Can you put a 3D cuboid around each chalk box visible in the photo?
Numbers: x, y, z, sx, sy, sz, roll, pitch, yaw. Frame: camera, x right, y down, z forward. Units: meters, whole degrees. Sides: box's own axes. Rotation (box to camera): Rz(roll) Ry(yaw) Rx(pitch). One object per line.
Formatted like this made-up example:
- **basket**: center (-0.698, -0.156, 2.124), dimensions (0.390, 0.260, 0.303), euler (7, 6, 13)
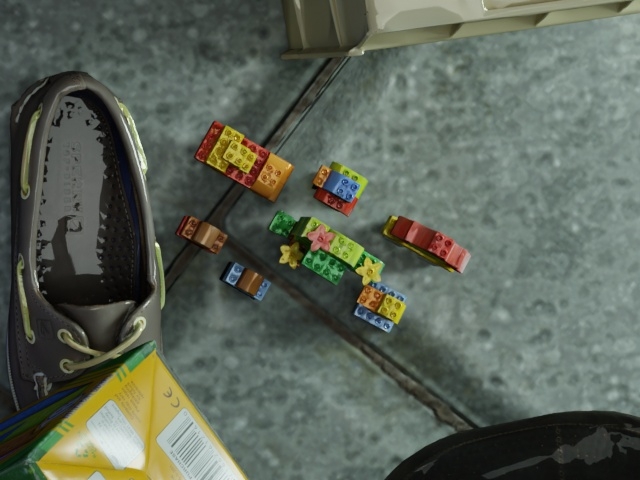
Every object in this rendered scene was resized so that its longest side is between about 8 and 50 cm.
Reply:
- **chalk box**: center (-0.202, 0.227, 1.308), dimensions (0.289, 0.179, 0.180), euler (-30, 98, 31)

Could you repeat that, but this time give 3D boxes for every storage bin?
- **storage bin**: center (0.111, -0.205, 1.362), dimensions (0.262, 0.260, 0.123), euler (-9, 96, -12)

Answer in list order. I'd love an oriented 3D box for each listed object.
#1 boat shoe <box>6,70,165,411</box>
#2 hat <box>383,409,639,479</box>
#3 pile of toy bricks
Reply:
- **boat shoe**: center (-0.165, 0.041, 1.384), dimensions (0.116, 0.097, 0.324), euler (-4, 92, -13)
- **hat**: center (0.181, 0.277, 1.445), dimensions (0.331, 0.134, 0.331), euler (0, 86, 6)
- **pile of toy bricks**: center (0.000, 0.000, 1.415), dimensions (0.212, 0.105, 0.118), euler (29, 85, -11)
